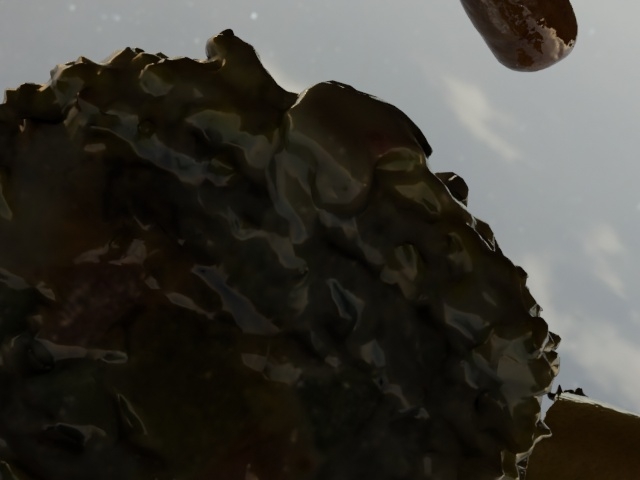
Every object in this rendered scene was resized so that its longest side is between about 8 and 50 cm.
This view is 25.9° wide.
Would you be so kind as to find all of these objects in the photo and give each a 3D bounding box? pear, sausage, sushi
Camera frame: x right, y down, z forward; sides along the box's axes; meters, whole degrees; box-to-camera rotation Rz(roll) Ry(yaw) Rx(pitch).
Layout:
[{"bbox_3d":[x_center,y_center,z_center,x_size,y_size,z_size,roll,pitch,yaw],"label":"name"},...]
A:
[{"bbox_3d":[0.301,0.247,1.224,0.267,0.178,0.267,25,-120,-53],"label":"pear"},{"bbox_3d":[0.175,-0.277,1.363,0.270,0.109,0.109,59,-169,-32],"label":"sausage"},{"bbox_3d":[-0.061,0.071,0.853,0.397,0.351,0.240,33,176,8],"label":"sushi"}]

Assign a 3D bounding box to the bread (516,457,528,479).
[{"bbox_3d":[0.214,0.338,1.679,0.158,0.156,0.260,18,-131,-9],"label":"bread"}]
